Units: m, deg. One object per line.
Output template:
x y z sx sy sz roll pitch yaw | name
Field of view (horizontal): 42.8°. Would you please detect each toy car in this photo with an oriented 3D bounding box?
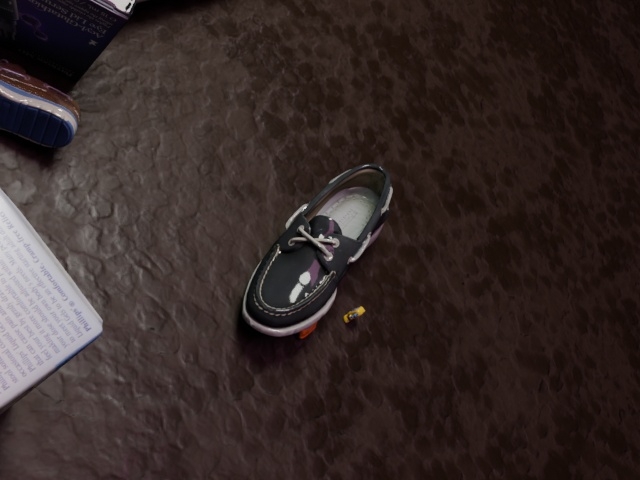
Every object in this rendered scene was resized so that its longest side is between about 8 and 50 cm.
0.005 0.085 1.061 0.122 0.040 0.060 -14 78 -40 | toy car

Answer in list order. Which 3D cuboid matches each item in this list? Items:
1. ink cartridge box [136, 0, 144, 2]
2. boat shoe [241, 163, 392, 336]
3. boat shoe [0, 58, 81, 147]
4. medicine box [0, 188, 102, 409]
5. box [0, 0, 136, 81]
-0.124 -0.490 1.052 0.160 0.279 0.384 46 43 8 | ink cartridge box
0.000 0.000 1.045 0.114 0.091 0.302 25 44 10 | boat shoe
-0.356 -0.164 0.903 0.183 0.066 0.066 27 35 -18 | boat shoe
-0.357 0.124 0.621 0.149 0.263 0.289 53 49 -3 | medicine box
-0.292 -0.283 0.899 0.153 0.207 0.108 25 68 -24 | box
